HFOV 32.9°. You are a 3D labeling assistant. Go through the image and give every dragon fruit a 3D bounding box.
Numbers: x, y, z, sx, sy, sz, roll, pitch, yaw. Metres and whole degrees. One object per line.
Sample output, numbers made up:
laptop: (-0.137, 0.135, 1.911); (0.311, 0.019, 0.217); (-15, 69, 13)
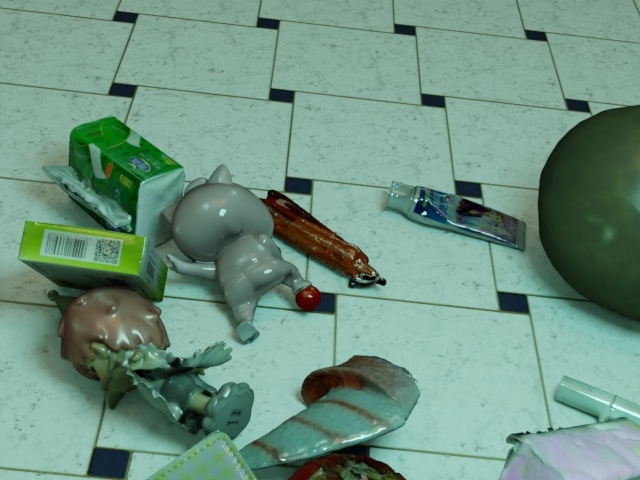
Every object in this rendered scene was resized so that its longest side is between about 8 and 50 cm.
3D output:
dragon fruit: (0.042, 0.337, 1.369); (0.223, 0.148, 0.218); (5, 36, -4)

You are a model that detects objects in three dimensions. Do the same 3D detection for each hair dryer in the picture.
hair dryer: (0.401, 0.289, 1.591); (0.154, 0.044, 0.183); (21, 42, 19)

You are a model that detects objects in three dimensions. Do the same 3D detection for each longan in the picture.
longan: (0.556, -0.045, 1.804); (0.404, 0.336, 0.405); (6, 49, -7)

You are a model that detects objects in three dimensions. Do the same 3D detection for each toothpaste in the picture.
toothpaste: (0.251, -0.047, 1.996); (0.266, 0.061, 0.096); (17, 37, 1)

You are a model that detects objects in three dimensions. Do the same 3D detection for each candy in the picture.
candy: (0.333, 0.323, 1.383); (0.265, 0.156, 0.116); (0, 26, -41)

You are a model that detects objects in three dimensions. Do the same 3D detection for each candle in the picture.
candle: (0.000, 0.000, 1.876); (0.301, 0.059, 0.084); (32, 53, 28)

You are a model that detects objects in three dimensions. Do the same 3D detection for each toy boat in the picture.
toy boat: (-0.005, 0.252, 1.482); (0.282, 0.096, 0.206); (-23, 23, -37)

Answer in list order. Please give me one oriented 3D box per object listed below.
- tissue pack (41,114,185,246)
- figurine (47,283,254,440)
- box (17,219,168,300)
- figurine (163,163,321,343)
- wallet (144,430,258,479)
tissue pack: (-0.356, -0.091, 1.853); (0.156, 0.148, 0.209); (-26, 49, -38)
figurine: (-0.273, 0.163, 1.548); (0.386, 0.166, 0.207); (25, 6, 24)
box: (-0.333, 0.034, 1.628); (0.175, 0.260, 0.062); (8, 78, 0)
figurine: (-0.135, 0.028, 1.769); (0.176, 0.186, 0.287); (-42, 70, 6)
wallet: (-0.124, 0.399, 1.282); (0.223, 0.077, 0.309); (-30, 49, -13)
